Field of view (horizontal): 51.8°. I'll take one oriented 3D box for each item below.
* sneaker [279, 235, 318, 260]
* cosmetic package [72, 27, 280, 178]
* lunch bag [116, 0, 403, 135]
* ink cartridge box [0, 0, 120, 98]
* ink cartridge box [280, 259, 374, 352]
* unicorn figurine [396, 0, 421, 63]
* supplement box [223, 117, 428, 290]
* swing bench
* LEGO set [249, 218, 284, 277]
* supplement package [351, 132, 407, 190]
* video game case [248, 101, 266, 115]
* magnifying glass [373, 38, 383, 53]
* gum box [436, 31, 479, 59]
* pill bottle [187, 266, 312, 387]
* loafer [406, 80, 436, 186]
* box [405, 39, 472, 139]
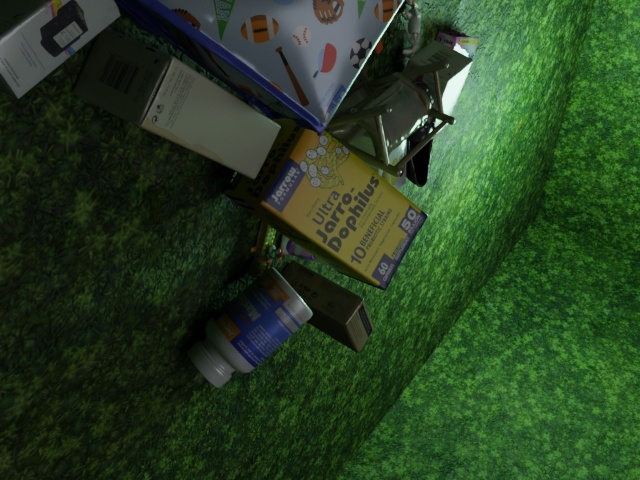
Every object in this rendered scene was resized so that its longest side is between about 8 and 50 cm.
[{"bbox_3d":[0.000,0.000,1.695,0.236,0.104,0.095,-24,132,-53],"label":"sneaker"},{"bbox_3d":[-0.217,-0.210,1.062,0.113,0.160,0.309,-63,152,2],"label":"cosmetic package"},{"bbox_3d":[-0.096,-0.406,1.002,0.385,0.239,0.328,31,89,-35],"label":"lunch bag"},{"bbox_3d":[-0.355,-0.267,0.798,0.175,0.127,0.072,-51,148,-24],"label":"ink cartridge box"},{"bbox_3d":[0.014,0.173,1.726,0.088,0.234,0.193,-53,152,-17],"label":"ink cartridge box"},{"bbox_3d":[0.231,-0.533,1.672,0.111,0.060,0.162,-10,117,-71],"label":"unicorn figurine"},{"bbox_3d":[0.015,-0.075,1.381,0.356,0.195,0.194,34,82,-30],"label":"supplement box"},{"bbox_3d":[0.124,-0.291,1.471,0.253,0.254,0.165,-42,133,-34],"label":"swing bench"},{"bbox_3d":[-0.070,-0.031,1.537,0.287,0.107,0.132,-58,153,-10],"label":"LEGO set"},{"bbox_3d":[0.134,-0.220,1.700,0.139,0.133,0.244,-46,149,-29],"label":"supplement package"},{"bbox_3d":[-0.082,-0.355,1.322,0.190,0.022,0.173,-44,148,-32],"label":"video game case"},{"bbox_3d":[0.111,-0.521,1.519,0.092,0.026,0.231,-56,151,-15],"label":"magnifying glass"},{"bbox_3d":[0.399,-0.556,1.951,0.188,0.062,0.107,-22,133,-52],"label":"gum box"},{"bbox_3d":[-0.164,0.202,1.495,0.272,0.152,0.152,-41,150,-7],"label":"pill bottle"},{"bbox_3d":[0.261,-0.270,1.718,0.109,0.095,0.303,-17,140,-11],"label":"loafer"},{"bbox_3d":[0.297,-0.397,1.797,0.148,0.126,0.232,-43,158,-37],"label":"box"}]
